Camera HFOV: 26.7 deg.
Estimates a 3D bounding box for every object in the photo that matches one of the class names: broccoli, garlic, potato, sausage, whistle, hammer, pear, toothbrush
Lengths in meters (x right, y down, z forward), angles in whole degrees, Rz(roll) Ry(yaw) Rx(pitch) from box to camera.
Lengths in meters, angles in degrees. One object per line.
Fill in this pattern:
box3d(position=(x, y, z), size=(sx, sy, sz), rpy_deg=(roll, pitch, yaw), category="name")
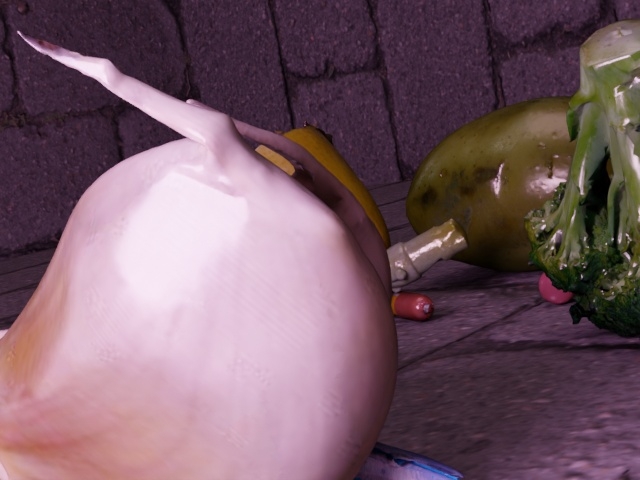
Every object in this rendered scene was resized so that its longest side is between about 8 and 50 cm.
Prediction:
box3d(position=(0.300, -0.057, 1.124), size=(0.269, 0.269, 0.254), rpy_deg=(-13, 13, -26), category="broccoli")
box3d(position=(-0.055, 0.025, 0.785), size=(0.231, 0.246, 0.340), rpy_deg=(-52, -8, -46), category="garlic")
box3d(position=(0.246, -0.062, 1.601), size=(0.304, 0.216, 0.216), rpy_deg=(-21, -1, 34), category="potato")
box3d(position=(0.072, 0.067, 1.476), size=(0.029, 0.029, 0.223), rpy_deg=(-12, 6, -20), category="sausage")
box3d(position=(0.062, 0.033, 1.427), size=(0.198, 0.057, 0.104), rpy_deg=(-31, 13, 15), category="whistle")
box3d(position=(0.253, 0.041, 1.376), size=(0.043, 0.043, 0.083), rpy_deg=(-7, 5, 32), category="hammer")
box3d(position=(-0.002, 0.002, 1.628), size=(0.178, 0.267, 0.267), rpy_deg=(28, 26, 28), category="pear")
box3d(position=(-0.024, 0.138, 0.919), size=(0.042, 0.035, 0.413), rpy_deg=(-10, 5, -29), category="toothbrush")
